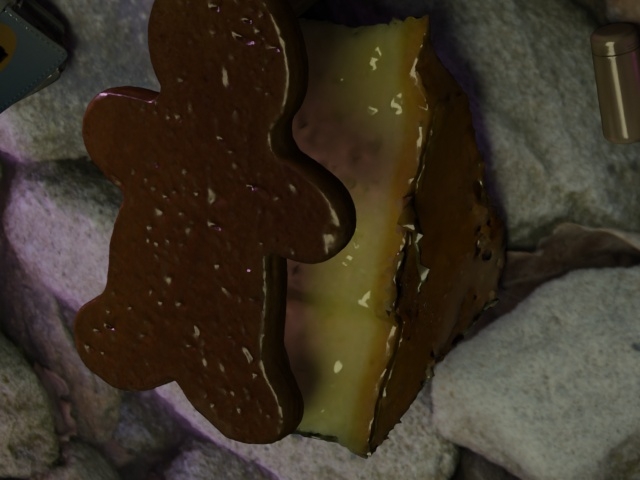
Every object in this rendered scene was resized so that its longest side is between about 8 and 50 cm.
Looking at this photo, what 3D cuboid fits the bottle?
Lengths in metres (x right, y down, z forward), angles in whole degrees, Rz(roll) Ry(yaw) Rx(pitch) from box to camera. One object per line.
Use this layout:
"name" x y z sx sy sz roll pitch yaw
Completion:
"bottle" 0.253 -0.132 1.615 0.045 0.045 0.096 2 117 30

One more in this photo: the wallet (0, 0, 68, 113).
"wallet" -0.368 -0.213 1.873 0.170 0.069 0.231 -29 130 31

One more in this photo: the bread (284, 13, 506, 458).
"bread" 0.000 0.000 1.697 0.248 0.279 0.315 11 143 33

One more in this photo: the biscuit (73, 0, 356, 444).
"biscuit" -0.083 -0.038 1.640 0.283 0.064 0.432 23 119 30

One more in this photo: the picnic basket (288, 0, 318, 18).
"picnic basket" -0.050 -0.312 1.608 0.139 0.165 0.267 26 129 14
